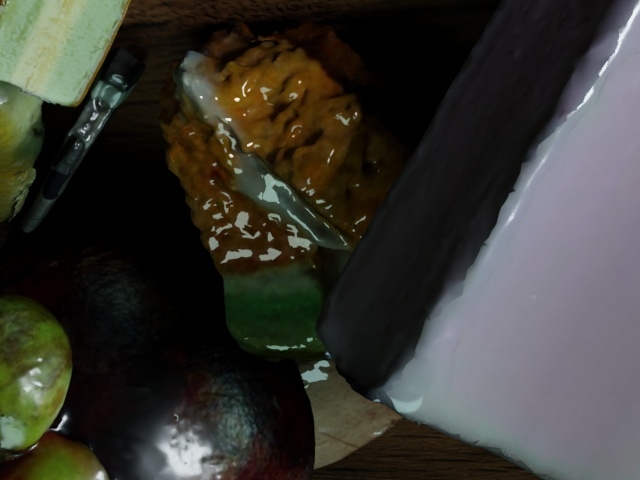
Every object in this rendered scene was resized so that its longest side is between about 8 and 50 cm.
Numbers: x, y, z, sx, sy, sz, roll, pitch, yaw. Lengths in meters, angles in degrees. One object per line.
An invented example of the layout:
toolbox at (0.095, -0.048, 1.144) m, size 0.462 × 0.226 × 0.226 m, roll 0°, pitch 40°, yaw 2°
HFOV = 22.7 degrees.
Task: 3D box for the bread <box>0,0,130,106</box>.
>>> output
bread at (-0.145, -0.160, 0.920) m, size 0.074 × 0.084 × 0.139 m, roll 19°, pitch 120°, yaw -20°

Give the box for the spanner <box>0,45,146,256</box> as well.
spanner at (-0.185, -0.039, 1.096) m, size 0.024 × 0.087 × 0.316 m, roll 30°, pitch 152°, yaw -11°

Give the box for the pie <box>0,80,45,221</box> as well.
pie at (-0.320, -0.083, 1.050) m, size 0.306 × 0.071 × 0.306 m, roll 5°, pitch 156°, yaw 2°

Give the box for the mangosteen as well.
mangosteen at (-0.175, 0.144, 1.112) m, size 0.306 × 0.306 × 0.359 m, roll -18°, pitch 174°, yaw 40°

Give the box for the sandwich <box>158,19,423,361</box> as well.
sandwich at (0.000, 0.000, 0.987) m, size 0.301 × 0.162 × 0.250 m, roll 50°, pitch 169°, yaw -27°

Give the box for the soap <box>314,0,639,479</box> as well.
soap at (0.186, 0.006, 0.865) m, size 0.296 × 0.285 × 0.107 m, roll 29°, pitch -176°, yaw -32°

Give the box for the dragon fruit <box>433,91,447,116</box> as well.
dragon fruit at (0.134, -0.027, 1.001) m, size 0.153 × 0.111 × 0.153 m, roll 10°, pitch 153°, yaw 5°

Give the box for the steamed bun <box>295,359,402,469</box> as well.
steamed bun at (-0.015, 0.106, 1.306) m, size 0.175 × 0.106 × 0.145 m, roll -28°, pitch 132°, yaw 29°
